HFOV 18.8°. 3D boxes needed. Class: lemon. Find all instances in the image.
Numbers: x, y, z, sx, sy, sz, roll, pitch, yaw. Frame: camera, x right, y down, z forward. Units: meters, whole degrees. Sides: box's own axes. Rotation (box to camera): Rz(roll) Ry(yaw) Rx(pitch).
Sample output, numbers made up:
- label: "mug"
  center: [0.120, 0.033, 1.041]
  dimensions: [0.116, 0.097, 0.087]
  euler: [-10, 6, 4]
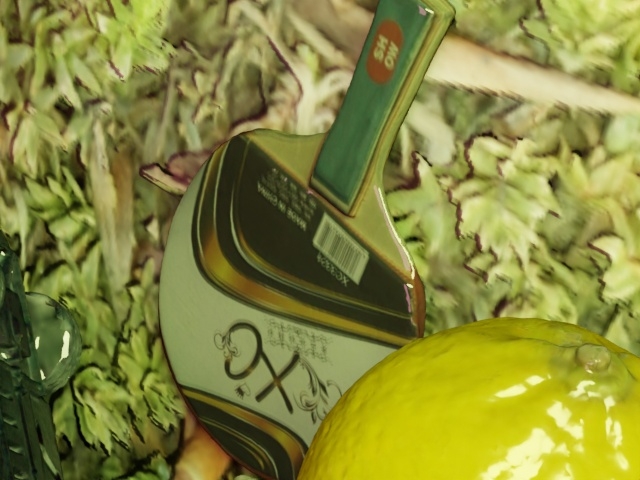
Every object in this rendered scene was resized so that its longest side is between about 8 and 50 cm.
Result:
- label: "lemon"
  center: [0.079, 0.135, 0.831]
  dimensions: [0.192, 0.192, 0.231]
  euler: [34, 127, 30]

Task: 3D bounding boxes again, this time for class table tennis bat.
- label: "table tennis bat"
  center: [0.000, 0.000, 0.980]
  dimensions: [0.173, 0.022, 0.301]
  euler: [42, 128, 25]

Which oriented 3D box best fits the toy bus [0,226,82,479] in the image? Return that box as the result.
- label: "toy bus"
  center: [-0.221, 0.158, 1.029]
  dimensions: [0.202, 0.177, 0.365]
  euler: [-15, 72, 5]

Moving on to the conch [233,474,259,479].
- label: "conch"
  center: [-0.011, 0.247, 0.972]
  dimensions: [0.183, 0.149, 0.275]
  euler: [-36, 73, 27]
